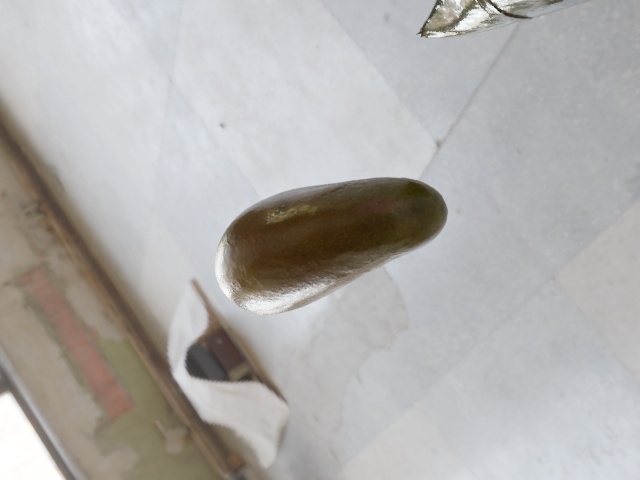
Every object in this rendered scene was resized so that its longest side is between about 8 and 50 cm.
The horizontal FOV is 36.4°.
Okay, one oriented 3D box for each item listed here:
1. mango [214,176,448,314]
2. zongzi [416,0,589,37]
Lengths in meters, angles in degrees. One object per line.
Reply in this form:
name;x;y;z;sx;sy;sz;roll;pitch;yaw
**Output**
mango;0.000;0.000;0.808;0.227;0.136;0.099;-18;90;40
zongzi;0.139;-0.255;0.786;0.274;0.251;0.125;-15;69;34
